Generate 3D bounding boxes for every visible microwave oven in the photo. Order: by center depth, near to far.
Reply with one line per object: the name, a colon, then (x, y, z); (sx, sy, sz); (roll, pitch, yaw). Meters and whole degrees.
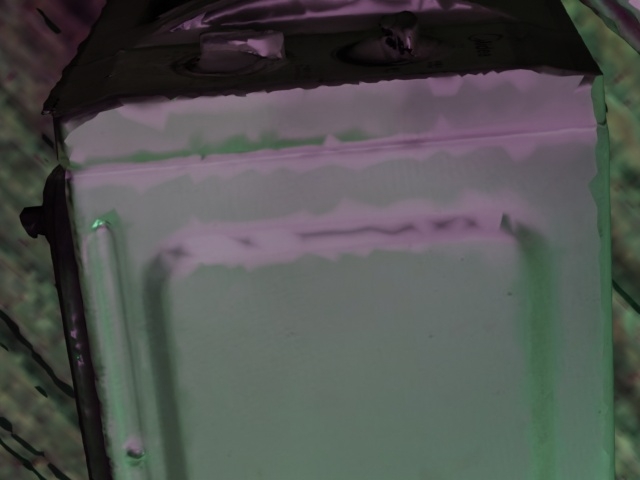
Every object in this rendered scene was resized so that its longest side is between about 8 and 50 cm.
microwave oven: (0.000, 0.000, 0.458); (0.129, 0.205, 0.163); (-3, 110, 1)

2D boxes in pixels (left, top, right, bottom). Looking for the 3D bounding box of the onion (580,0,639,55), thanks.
onion: (0.141, -0.144, 0.444); (0.283, 0.120, 0.227); (26, 111, -13)
